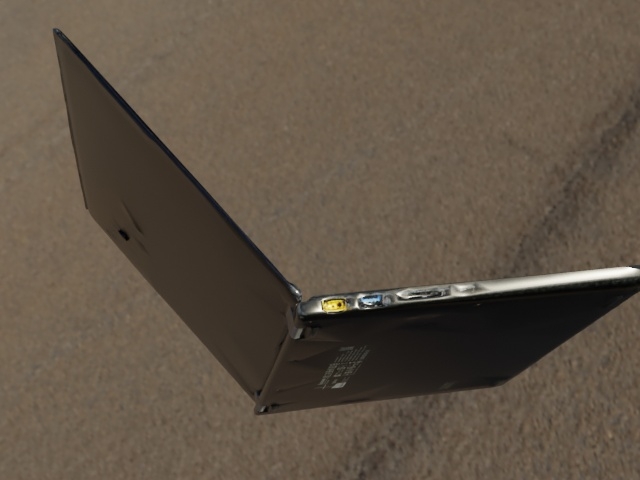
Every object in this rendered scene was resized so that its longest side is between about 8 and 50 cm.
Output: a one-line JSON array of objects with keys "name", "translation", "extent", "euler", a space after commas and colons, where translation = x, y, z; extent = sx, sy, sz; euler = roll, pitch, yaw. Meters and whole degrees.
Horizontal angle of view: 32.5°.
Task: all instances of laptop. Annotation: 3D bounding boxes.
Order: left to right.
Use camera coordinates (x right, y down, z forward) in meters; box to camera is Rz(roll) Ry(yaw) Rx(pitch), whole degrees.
[{"name": "laptop", "translation": [0.000, 0.000, 0.948], "extent": [0.408, 0.382, 0.236], "euler": [-5, 73, -10]}]
